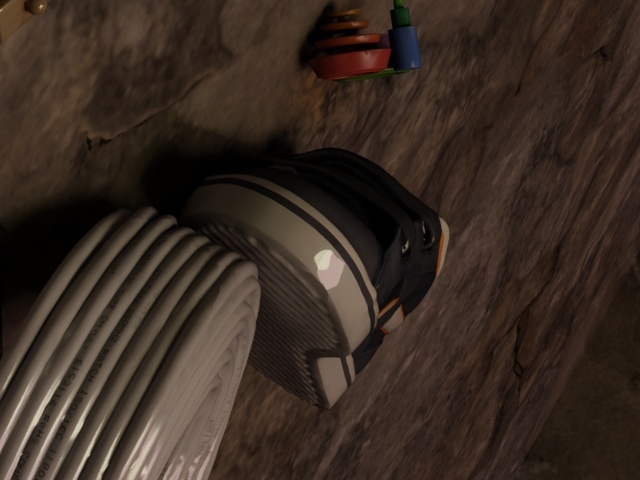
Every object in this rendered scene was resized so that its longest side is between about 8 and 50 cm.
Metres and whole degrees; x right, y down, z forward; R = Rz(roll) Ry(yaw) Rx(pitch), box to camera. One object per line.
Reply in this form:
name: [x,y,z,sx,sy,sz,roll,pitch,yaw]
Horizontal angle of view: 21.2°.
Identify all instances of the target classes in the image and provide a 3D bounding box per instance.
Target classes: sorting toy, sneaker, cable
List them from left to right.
cable: [-0.111,0.111,0.831,0.257,0.089,0.257,-4,118,-84]
sneaker: [0.000,0.000,0.989,0.127,0.126,0.321,-53,172,-12]
sorting toy: [0.028,-0.119,1.017,0.102,0.061,0.042,-17,99,-76]

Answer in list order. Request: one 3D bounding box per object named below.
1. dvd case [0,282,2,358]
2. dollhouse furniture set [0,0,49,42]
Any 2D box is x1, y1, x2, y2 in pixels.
dvd case: [-0.160,0.041,0.672,0.221,0.018,0.165,102,4,-49]
dollhouse furniture set: [-0.091,-0.115,0.547,0.151,0.123,0.144,-49,159,-34]
